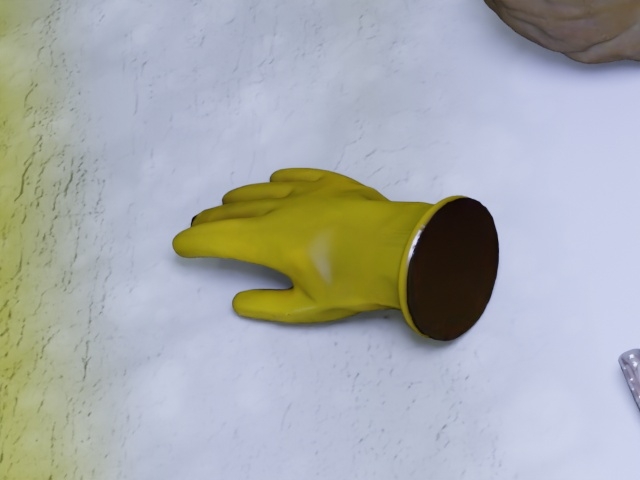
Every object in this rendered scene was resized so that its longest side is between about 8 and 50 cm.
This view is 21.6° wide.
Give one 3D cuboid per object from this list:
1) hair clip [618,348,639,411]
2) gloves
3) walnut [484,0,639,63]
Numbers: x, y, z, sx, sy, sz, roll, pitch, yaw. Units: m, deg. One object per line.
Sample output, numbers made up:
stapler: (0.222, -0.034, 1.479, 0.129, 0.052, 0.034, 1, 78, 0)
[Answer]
hair clip: (0.270, 0.165, 1.208, 0.034, 0.072, 0.226, -23, 39, -1)
gloves: (0.001, -0.001, 1.436, 0.294, 0.116, 0.133, 12, 31, 41)
walnut: (0.261, -0.297, 1.434, 0.296, 0.285, 0.285, -34, 44, 25)
